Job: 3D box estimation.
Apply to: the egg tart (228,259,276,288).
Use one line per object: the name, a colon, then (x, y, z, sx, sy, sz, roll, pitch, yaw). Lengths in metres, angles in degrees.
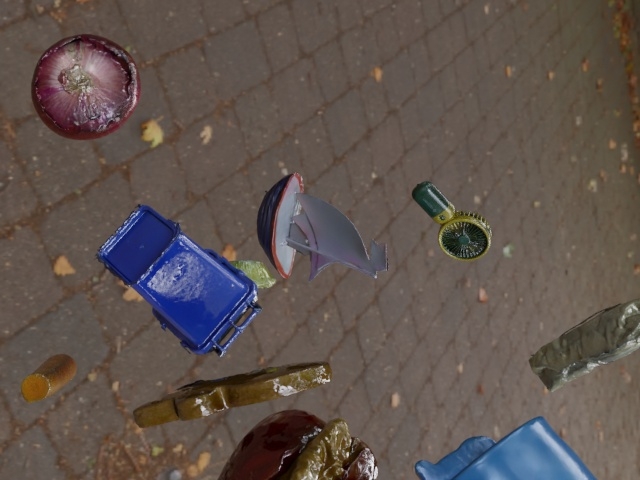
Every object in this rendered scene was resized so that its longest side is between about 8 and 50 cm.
egg tart: (-0.216, 0.095, 2.057, 0.197, 0.197, 0.078, 7, 82, -59)

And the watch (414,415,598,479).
watch: (0.197, 0.363, 0.956, 0.305, 0.241, 0.274, -30, 154, -25)

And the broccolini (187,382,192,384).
broccolini: (-0.218, 0.306, 1.401, 0.194, 0.052, 0.054, 93, 17, -68)

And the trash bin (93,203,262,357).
trash bin: (-0.224, 0.065, 1.229, 0.162, 0.184, 0.234, -50, 141, -10)

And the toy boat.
toy boat: (-0.013, -0.027, 1.473, 0.072, 0.318, 0.219, -19, 100, -43)

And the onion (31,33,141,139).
onion: (-0.528, -0.344, 1.735, 0.161, 0.248, 0.247, 58, 36, -78)

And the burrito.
burrito: (0.372, 0.138, 1.022, 0.058, 0.229, 0.063, 13, 52, -28)

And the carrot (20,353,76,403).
carrot: (-0.540, 0.273, 1.539, 0.225, 0.067, 0.067, -144, -130, -85)

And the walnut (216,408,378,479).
walnut: (-0.045, 0.404, 1.227, 0.222, 0.244, 0.269, 39, 74, -4)

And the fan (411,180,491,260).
fan: (0.203, -0.035, 1.191, 0.155, 0.082, 0.039, 45, 38, -17)

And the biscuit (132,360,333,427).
biscuit: (-0.100, 0.178, 0.913, 0.180, 0.236, 0.039, 13, 64, -76)
